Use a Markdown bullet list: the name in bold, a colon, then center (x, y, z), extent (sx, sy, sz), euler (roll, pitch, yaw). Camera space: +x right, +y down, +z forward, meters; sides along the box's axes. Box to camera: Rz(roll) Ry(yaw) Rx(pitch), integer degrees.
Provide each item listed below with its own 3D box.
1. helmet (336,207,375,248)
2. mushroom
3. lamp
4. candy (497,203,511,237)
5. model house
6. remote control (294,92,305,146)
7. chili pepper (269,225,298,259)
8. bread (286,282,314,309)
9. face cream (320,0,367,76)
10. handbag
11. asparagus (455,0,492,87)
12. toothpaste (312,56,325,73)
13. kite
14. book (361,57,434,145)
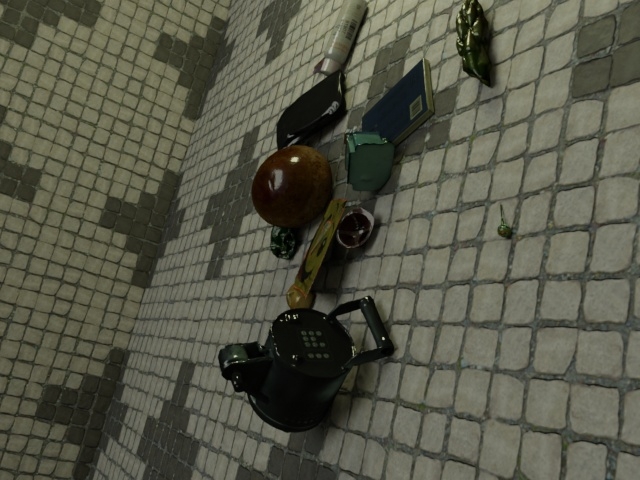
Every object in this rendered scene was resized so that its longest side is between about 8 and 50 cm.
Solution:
- **helmet**: center (0.098, -0.025, 1.611), extent (0.089, 0.057, 0.111), euler (41, 95, 26)
- **mushroom**: center (-0.101, -0.170, 1.925), extent (0.263, 0.195, 0.283), euler (-67, 27, 8)
- **lamp**: center (-0.039, 0.303, 1.461), extent (0.205, 0.374, 0.272), euler (-112, 16, -45)
- **candy**: center (0.348, -0.040, 1.203), extent (0.025, 0.023, 0.083), euler (-51, 21, 47)
- **model house**: center (0.113, -0.225, 1.640), extent (0.149, 0.119, 0.148), euler (-107, 15, -50)
- **remote control**: center (-0.093, -0.385, 2.230), extent (0.123, 0.038, 0.285), euler (-27, 48, 54)
- **chili pepper**: center (-0.109, -0.036, 1.999), extent (0.108, 0.062, 0.216), euler (-42, 37, 32)
- **bread**: center (-0.065, 0.162, 1.781), extent (0.082, 0.056, 0.115), euler (-63, 28, 12)
- **face cream**: center (0.072, -0.666, 2.073), extent (0.082, 0.082, 0.269), euler (23, 93, 63)
- **handbag**: center (-0.036, -0.412, 2.073), extent (0.332, 0.075, 0.192), euler (-32, 46, 38)
- **asparagus**: center (0.344, -0.457, 1.435), extent (0.080, 0.080, 0.287), euler (-32, 44, 50)
- **toothpaste**: center (0.026, -0.631, 2.193), extent (0.170, 0.028, 0.045), euler (-35, 54, 44)
- **kite**: center (0.002, 0.001, 1.712), extent (0.327, 0.013, 0.378), euler (-56, 14, 40)
- **book**: center (0.198, -0.332, 1.673), extent (0.269, 0.025, 0.191), euler (-40, 39, 45)
